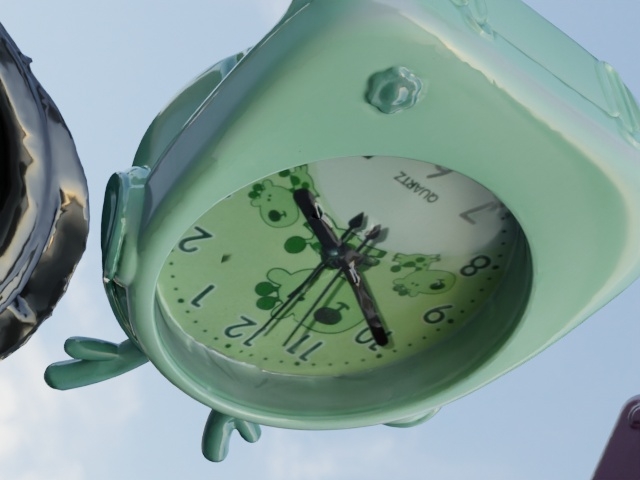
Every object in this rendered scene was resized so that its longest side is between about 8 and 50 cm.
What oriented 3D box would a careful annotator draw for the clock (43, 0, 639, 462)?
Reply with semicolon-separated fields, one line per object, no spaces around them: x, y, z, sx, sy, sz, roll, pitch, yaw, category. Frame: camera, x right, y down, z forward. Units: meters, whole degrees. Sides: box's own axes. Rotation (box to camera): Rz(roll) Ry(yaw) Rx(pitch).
0.000;0.000;0.600;0.211;0.159;0.066;-38;-142;26;clock

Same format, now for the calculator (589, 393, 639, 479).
0.153;0.153;0.796;0.034;0.190;0.127;36;-22;-34;calculator

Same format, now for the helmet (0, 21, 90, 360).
-0.278;-0.045;0.984;0.279;0.230;0.160;37;-15;-30;helmet
